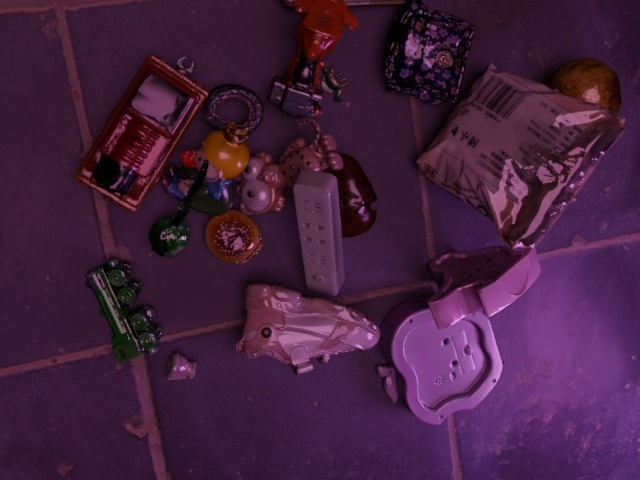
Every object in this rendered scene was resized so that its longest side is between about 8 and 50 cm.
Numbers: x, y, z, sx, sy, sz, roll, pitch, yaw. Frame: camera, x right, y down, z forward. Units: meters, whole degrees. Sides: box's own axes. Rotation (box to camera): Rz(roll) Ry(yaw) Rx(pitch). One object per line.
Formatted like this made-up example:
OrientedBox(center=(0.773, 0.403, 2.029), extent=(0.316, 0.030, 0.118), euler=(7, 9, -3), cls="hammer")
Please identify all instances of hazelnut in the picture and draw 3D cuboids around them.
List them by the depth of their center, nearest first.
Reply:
OrientedBox(center=(0.050, -0.107, 1.703), extent=(0.177, 0.178, 0.204), euler=(1, 97, -14), cls="hazelnut")

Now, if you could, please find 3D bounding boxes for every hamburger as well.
OrientedBox(center=(-0.209, -0.008, 1.702), extent=(0.126, 0.081, 0.141), euler=(-42, 105, -3), cls="hamburger")

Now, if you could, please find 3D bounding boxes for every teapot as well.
OrientedBox(center=(-0.345, 0.318, 1.745), extent=(0.064, 0.064, 0.083), euler=(17, 128, -23), cls="teapot")

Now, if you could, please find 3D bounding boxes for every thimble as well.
OrientedBox(center=(-0.202, -0.304, 1.647), extent=(0.135, 0.090, 0.119), euler=(13, 98, -15), cls="thimble")

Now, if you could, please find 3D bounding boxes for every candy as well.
OrientedBox(center=(-0.304, -0.072, 1.583), extent=(0.097, 0.097, 0.323), euler=(23, 136, -16), cls="candy")

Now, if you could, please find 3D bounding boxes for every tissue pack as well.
OrientedBox(center=(0.461, -0.218, 1.693), extent=(0.390, 0.375, 0.195), euler=(-51, 146, 4), cls="tissue pack")

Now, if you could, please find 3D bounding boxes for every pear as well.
OrientedBox(center=(0.651, -0.357, 1.791), extent=(0.197, 0.197, 0.198), euler=(-2, 100, -13), cls="pear")

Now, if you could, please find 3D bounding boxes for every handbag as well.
OrientedBox(center=(0.254, -0.453, 1.712), extent=(0.207, 0.127, 0.229), euler=(11, 107, -17), cls="handbag")

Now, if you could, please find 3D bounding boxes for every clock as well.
OrientedBox(center=(0.353, 0.111, 1.735), extent=(0.290, 0.275, 0.080), euler=(-33, 109, -35), cls="clock")
OrientedBox(center=(0.309, 0.308, 1.873), extent=(0.338, 0.102, 0.339), euler=(-2, 100, -13), cls="clock")

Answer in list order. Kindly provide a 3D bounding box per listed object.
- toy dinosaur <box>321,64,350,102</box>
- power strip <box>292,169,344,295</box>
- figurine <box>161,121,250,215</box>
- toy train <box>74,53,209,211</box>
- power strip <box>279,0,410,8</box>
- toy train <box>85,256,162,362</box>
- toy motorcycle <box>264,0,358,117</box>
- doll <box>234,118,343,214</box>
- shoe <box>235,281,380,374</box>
OrientedBox(center=(0.023, -0.391, 1.720), extent=(0.060, 0.029, 0.119), euler=(-44, 107, 9), cls="toy dinosaur")
OrientedBox(center=(0.000, 0.000, 1.663), extent=(0.091, 0.062, 0.385), euler=(11, 138, 16), cls="power strip")
OrientedBox(center=(-0.257, -0.175, 1.596), extent=(0.185, 0.234, 0.127), euler=(26, 49, 6), cls="figurine")
OrientedBox(center=(-0.379, -0.244, 1.543), extent=(0.163, 0.231, 0.369), euler=(32, 90, -14), cls="toy train")
OrientedBox(center=(0.055, -0.598, 1.673), extent=(0.387, 0.066, 0.092), euler=(-6, 103, -15), cls="power strip")
OrientedBox(center=(-0.467, 0.164, 1.677), extent=(0.119, 0.085, 0.251), euler=(-21, 101, 7), cls="toy train")
OrientedBox(center=(-0.018, -0.419, 1.574), extent=(0.147, 0.221, 0.326), euler=(16, 113, -8), cls="toy motorcycle")
OrientedBox(center=(-0.083, -0.163, 1.646), extent=(0.278, 0.119, 0.154), euler=(-30, 82, 23), cls="doll")
OrientedBox(center=(-0.036, 0.230, 1.737), extent=(0.350, 0.172, 0.198), euler=(17, 86, -4), cls="shoe")
